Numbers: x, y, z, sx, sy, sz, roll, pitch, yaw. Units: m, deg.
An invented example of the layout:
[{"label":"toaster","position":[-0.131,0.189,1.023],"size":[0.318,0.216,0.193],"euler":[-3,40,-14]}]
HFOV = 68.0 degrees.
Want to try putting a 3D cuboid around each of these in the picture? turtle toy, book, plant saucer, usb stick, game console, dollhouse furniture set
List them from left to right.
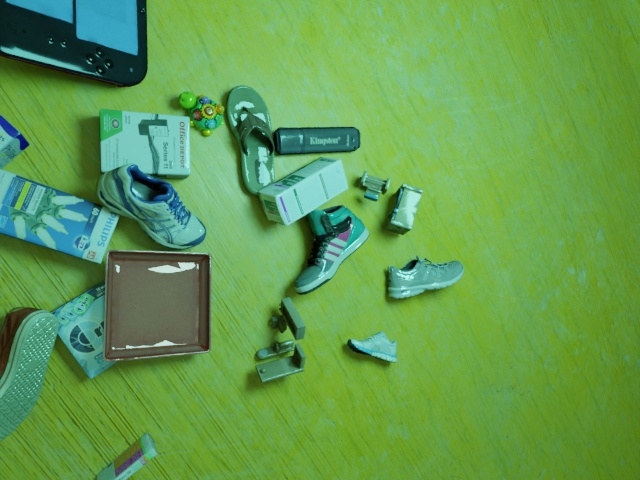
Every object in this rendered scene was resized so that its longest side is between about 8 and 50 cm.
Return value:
[{"label":"game console","position":[-0.550,-0.561,1.060],"size":[0.342,0.060,0.386],"euler":[-1,89,-54]},{"label":"book","position":[-0.469,0.542,1.148],"size":[0.144,0.096,0.035],"euler":[-36,104,-20]},{"label":"plant saucer","position":[-0.402,0.157,1.179],"size":[0.258,0.048,0.259],"euler":[3,82,-35]},{"label":"turtle toy","position":[-0.311,-0.340,1.242],"size":[0.130,0.066,0.095],"euler":[29,78,-22]},{"label":"dollhouse furniture set","position":[-0.120,0.267,1.285],"size":[0.123,0.144,0.151],"euler":[-10,130,-24]},{"label":"usb stick","position":[-0.007,-0.294,1.389],"size":[0.278,0.045,0.077],"euler":[-8,95,-27]},{"label":"dollhouse furniture set","position":[0.197,-0.112,1.461],"size":[0.184,0.129,0.129],"euler":[18,82,1]}]

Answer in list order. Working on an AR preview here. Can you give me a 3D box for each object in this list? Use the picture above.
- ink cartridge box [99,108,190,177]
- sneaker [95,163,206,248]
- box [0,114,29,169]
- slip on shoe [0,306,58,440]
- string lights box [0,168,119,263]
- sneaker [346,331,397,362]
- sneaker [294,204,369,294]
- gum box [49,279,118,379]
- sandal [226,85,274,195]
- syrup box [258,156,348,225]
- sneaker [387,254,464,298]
[{"label":"ink cartridge box","position":[-0.432,-0.234,1.175],"size":[0.208,0.087,0.153],"euler":[-2,91,-25]},{"label":"sneaker","position":[-0.379,-0.073,1.138],"size":[0.296,0.131,0.111],"euler":[34,49,-41]},{"label":"box","position":[-0.717,-0.199,1.022],"size":[0.072,0.126,0.137],"euler":[44,73,-17]},{"label":"slip on shoe","position":[-0.691,0.300,1.053],"size":[0.101,0.123,0.331],"euler":[21,90,20]},{"label":"string lights box","position":[-0.617,-0.049,1.094],"size":[0.260,0.077,0.133],"euler":[21,80,-23]},{"label":"sneaker","position":[0.161,0.317,1.462],"size":[0.191,0.071,0.083],"euler":[22,74,-31]},{"label":"sneaker","position":[0.000,0.000,1.349],"size":[0.295,0.124,0.178],"euler":[-45,112,-26]},{"label":"gum box","position":[-0.535,0.212,1.149],"size":[0.157,0.041,0.184],"euler":[-33,102,-21]},{"label":"sandal","position":[-0.172,-0.274,1.294],"size":[0.120,0.086,0.302],"euler":[-15,96,-24]},{"label":"syrup box","position":[-0.045,-0.141,1.326],"size":[0.237,0.093,0.096],"euler":[-32,120,-27]},{"label":"sneaker","position":[0.340,0.099,1.517],"size":[0.281,0.105,0.115],"euler":[-14,96,-24]}]
